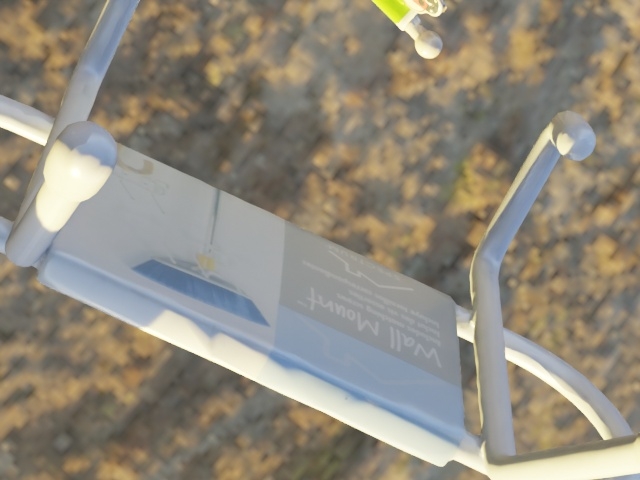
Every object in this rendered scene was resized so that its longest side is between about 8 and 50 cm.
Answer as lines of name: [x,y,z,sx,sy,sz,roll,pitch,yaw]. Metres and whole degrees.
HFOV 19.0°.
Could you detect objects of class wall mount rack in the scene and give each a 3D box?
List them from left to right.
wall mount rack: [0.000,0.000,0.700,0.130,0.350,0.304,-61,-168,23]

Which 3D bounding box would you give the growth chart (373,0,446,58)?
growth chart: [0.024,-0.214,0.998,0.021,0.172,0.237,-40,166,-24]
